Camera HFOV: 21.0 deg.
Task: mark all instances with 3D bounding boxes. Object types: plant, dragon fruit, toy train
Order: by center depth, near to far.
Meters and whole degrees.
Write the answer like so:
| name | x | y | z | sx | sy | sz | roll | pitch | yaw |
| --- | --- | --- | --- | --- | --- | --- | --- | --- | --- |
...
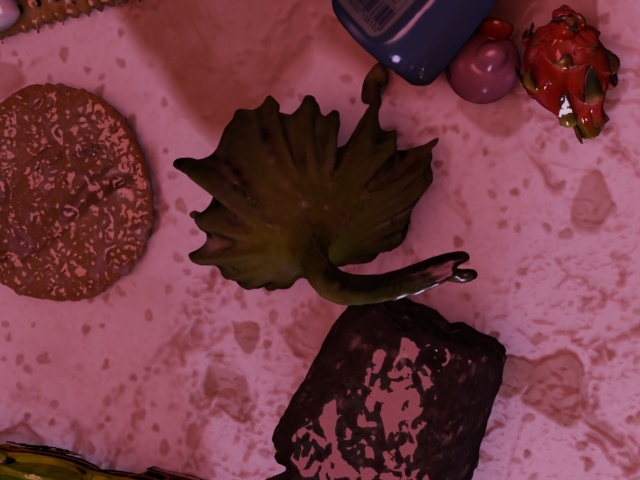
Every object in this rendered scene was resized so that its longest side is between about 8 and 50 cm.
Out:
| name | x | y | z | sx | sy | sz | roll | pitch | yaw |
| --- | --- | --- | --- | --- | --- | --- | --- | --- | --- |
| plant | -0.016 | -0.028 | 1.456 | 0.251 | 0.333 | 0.180 | -27 | 99 | 7 |
| dragon fruit | 0.219 | -0.142 | 1.504 | 0.081 | 0.086 | 0.116 | -5 | 132 | 42 |
| plant | 0.038 | 0.213 | 1.531 | 0.181 | 0.194 | 0.321 | 23 | 98 | 19 |
| toy train | -0.254 | 0.255 | 1.653 | 0.296 | 0.160 | 0.100 | 12 | 94 | 15 |

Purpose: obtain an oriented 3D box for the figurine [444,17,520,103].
| name | x | y | z | sx | sy | sz | roll | pitch | yaw |
| --- | --- | --- | --- | --- | --- | --- | --- | --- | --- |
| figurine | 0.145 | -0.157 | 1.529 | 0.067 | 0.083 | 0.071 | 13 | 85 | -11 |

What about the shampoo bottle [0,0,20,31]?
| name | x | y | z | sx | sy | sz | roll | pitch | yaw |
| --- | --- | --- | --- | --- | --- | --- | --- | --- | --- |
| shampoo bottle | -0.332 | -0.244 | 1.682 | 0.072 | 0.043 | 0.099 | -12 | 89 | 21 |

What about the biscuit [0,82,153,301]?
| name | x | y | z | sx | sy | sz | roll | pitch | yaw |
| --- | --- | --- | --- | --- | --- | --- | --- | --- | --- |
| biscuit | -0.260 | -0.045 | 1.697 | 0.220 | 0.033 | 0.220 | 2 | 97 | 19 |

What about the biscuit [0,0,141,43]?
| name | x | y | z | sx | sy | sz | roll | pitch | yaw |
| --- | --- | --- | --- | --- | --- | --- | --- | --- | --- |
| biscuit | -0.286 | -0.272 | 1.696 | 0.231 | 0.016 | 0.139 | -14 | 89 | 19 |

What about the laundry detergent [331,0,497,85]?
| name | x | y | z | sx | sy | sz | roll | pitch | yaw |
| --- | --- | --- | --- | --- | --- | --- | --- | --- | --- |
| laundry detergent | 0.138 | -0.276 | 1.498 | 0.094 | 0.143 | 0.290 | 34 | 106 | -31 |
